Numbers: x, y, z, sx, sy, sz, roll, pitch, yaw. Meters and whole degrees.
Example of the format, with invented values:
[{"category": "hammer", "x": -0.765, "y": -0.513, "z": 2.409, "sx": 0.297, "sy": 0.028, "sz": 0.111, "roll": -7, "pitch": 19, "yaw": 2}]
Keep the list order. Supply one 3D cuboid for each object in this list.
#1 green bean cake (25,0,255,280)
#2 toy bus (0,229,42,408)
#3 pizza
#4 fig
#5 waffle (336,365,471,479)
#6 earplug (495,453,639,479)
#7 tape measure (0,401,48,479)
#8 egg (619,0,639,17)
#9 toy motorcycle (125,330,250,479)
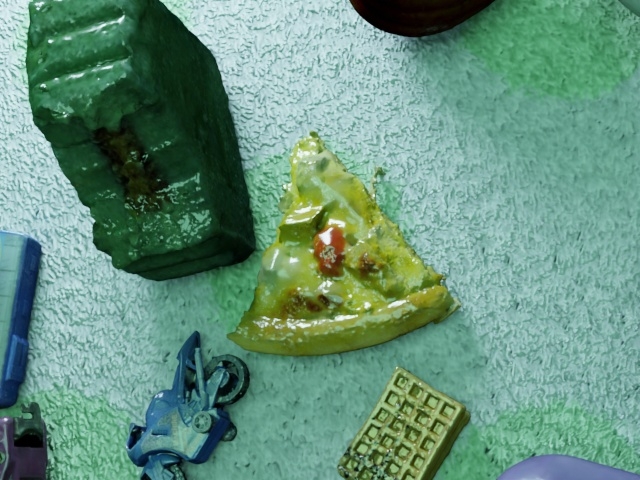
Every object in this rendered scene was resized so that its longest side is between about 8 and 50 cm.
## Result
[{"category": "green bean cake", "x": -0.217, "y": -0.123, "z": 1.363, "sx": 0.169, "sy": 0.308, "sz": 0.300, "roll": -15, "pitch": 71, "yaw": 13}, {"category": "toy bus", "x": -0.423, "y": 0.103, "z": 1.484, "sx": 0.094, "sy": 0.079, "sz": 0.237, "roll": 2, "pitch": 77, "yaw": 14}, {"category": "pizza", "x": 0.000, "y": 0.000, "z": 1.396, "sx": 0.279, "sy": 0.075, "sz": 0.288, "roll": -19, "pitch": 72, "yaw": 9}, {"category": "fig", "x": 0.189, "y": -0.356, "z": 1.386, "sx": 0.320, "sy": 0.217, "sz": 0.217, "roll": -3, "pitch": 75, "yaw": -4}, {"category": "waffle", "x": 0.094, "y": 0.232, "z": 1.328, "sx": 0.102, "sy": 0.042, "sz": 0.148, "roll": 31, "pitch": 87, "yaw": 20}, {"category": "earplug", "x": 0.374, "y": 0.343, "z": 1.143, "sx": 0.455, "sy": 0.215, "sz": 0.215, "roll": 17, "pitch": 81, "yaw": 22}, {"category": "tape measure", "x": -0.449, "y": 0.324, "z": 1.395, "sx": 0.231, "sy": 0.149, "sz": 0.245, "roll": -11, "pitch": 78, "yaw": 9}, {"category": "egg", "x": 0.411, "y": -0.393, "z": 1.274, "sx": 0.276, "sy": 0.276, "sz": 0.389, "roll": -30, "pitch": 70, "yaw": 6}, {"category": "toy motorcycle", "x": -0.168, "y": 0.218, "z": 1.392, "sx": 0.114, "sy": 0.076, "sz": 0.205, "roll": 27, "pitch": 84, "yaw": 27}]
